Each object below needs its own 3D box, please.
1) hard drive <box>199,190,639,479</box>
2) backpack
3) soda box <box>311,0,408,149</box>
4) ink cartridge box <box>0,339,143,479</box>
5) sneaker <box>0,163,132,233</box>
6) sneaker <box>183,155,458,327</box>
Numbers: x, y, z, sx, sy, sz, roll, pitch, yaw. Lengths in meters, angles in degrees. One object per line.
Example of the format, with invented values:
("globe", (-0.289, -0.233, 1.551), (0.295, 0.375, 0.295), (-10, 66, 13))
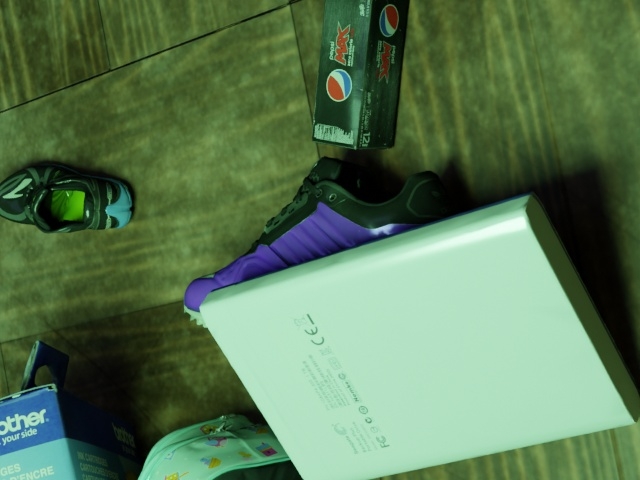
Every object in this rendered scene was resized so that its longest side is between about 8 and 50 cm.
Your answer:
("hard drive", (0.079, 0.094, 1.343), (0.318, 0.040, 0.210), (-17, 114, 32))
("backpack", (-0.094, 0.250, 1.484), (0.144, 0.188, 0.166), (27, 111, 34))
("soda box", (0.037, -0.167, 1.426), (0.053, 0.060, 0.169), (13, 101, 36))
("ink cartridge box", (-0.249, 0.300, 1.531), (0.151, 0.270, 0.395), (-18, 74, 4))
("sneaker", (-0.281, -0.044, 1.681), (0.188, 0.078, 0.067), (7, 98, 39))
("sneaker", (0.001, 0.000, 1.448), (0.293, 0.102, 0.146), (-10, 88, 32))
